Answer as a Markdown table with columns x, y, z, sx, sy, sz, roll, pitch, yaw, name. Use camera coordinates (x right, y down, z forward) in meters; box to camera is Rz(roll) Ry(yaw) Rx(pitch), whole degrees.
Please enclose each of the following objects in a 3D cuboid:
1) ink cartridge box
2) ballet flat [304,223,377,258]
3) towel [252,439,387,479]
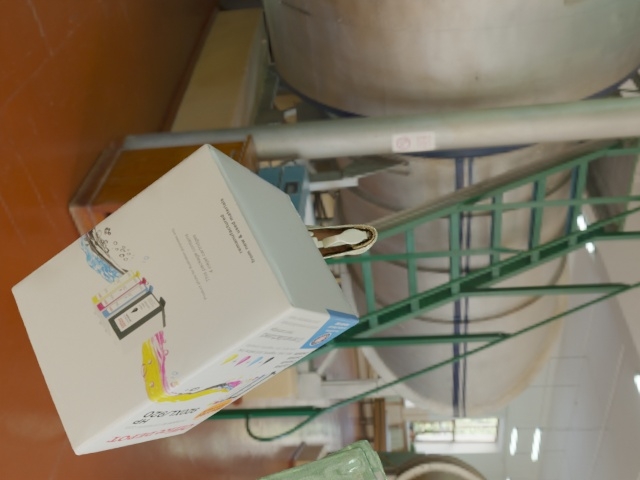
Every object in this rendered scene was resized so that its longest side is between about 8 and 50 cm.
| x | y | z | sx | sy | sz | roll | pitch | yaw | name |
| --- | --- | --- | --- | --- | --- | --- | --- | --- | --- |
| -0.121 | 0.062 | 0.611 | 0.168 | 0.233 | 0.171 | 60 | 13 | 20 | ink cartridge box |
| 0.000 | 0.000 | 0.896 | 0.052 | 0.168 | 0.057 | 154 | -77 | -70 | ballet flat |
| 0.020 | 0.412 | 0.760 | 0.038 | 0.248 | 0.325 | 99 | -30 | -44 | towel |
